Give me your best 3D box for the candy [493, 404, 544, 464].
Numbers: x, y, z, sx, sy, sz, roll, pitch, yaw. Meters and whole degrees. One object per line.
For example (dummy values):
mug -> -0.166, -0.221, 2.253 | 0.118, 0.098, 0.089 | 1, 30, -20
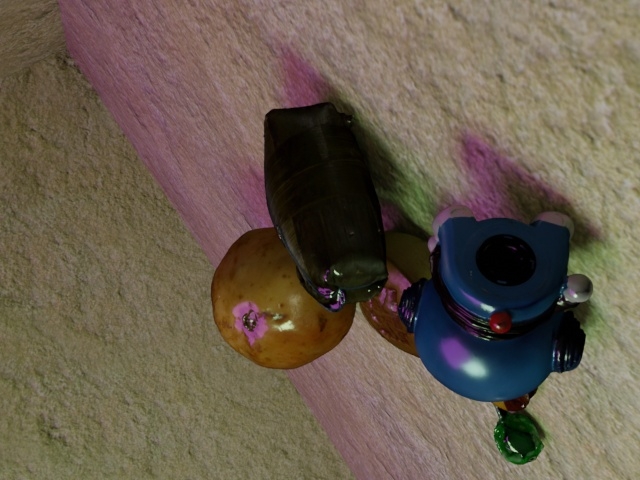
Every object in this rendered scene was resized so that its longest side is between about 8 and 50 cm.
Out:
candy -> 0.352, 0.310, 1.257 | 0.324, 0.097, 0.097 | 62, 160, 10

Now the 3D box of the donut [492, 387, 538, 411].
donut -> 0.356, 0.264, 1.166 | 0.140, 0.059, 0.141 | 39, 148, 31

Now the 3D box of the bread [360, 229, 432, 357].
bread -> 0.168, 0.107, 1.230 | 0.270, 0.148, 0.270 | 45, 156, 27

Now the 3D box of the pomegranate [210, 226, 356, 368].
pomegranate -> -0.090, 0.136, 1.579 | 0.410, 0.410, 0.410 | 45, 156, 26

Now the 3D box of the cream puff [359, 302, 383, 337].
cream puff -> 0.160, 0.169, 1.427 | 0.149, 0.084, 0.149 | 47, 161, 22

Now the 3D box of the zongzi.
zongzi -> 0.000, 0.000, 1.230 | 0.432, 0.207, 0.404 | 103, 154, -59

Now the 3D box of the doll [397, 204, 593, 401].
doll -> 0.259, 0.109, 0.917 | 0.284, 0.240, 0.310 | 16, 151, 16
